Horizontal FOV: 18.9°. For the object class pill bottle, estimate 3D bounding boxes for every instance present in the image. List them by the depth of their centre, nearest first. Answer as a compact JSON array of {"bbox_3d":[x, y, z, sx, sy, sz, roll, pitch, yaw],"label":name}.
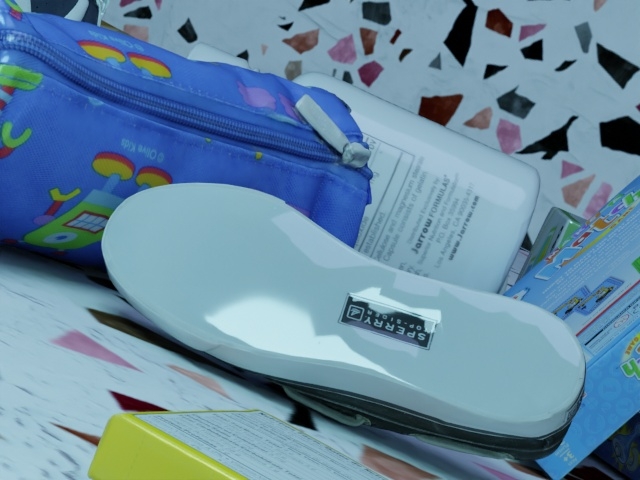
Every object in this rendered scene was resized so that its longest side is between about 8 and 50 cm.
[{"bbox_3d":[0.008,-0.030,1.187,0.229,0.131,0.131,24,5,0],"label":"pill bottle"}]

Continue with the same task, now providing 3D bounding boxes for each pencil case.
[{"bbox_3d":[-0.095,-0.046,0.911,0.133,0.119,0.306,-24,-25,33],"label":"pencil case"}]

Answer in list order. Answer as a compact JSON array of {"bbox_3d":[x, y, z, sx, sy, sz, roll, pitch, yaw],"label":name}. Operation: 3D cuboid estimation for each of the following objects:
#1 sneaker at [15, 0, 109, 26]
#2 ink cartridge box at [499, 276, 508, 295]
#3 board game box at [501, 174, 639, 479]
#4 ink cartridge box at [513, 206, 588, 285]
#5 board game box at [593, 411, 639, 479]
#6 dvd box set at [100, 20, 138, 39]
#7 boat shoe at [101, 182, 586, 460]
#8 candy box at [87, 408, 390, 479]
[{"bbox_3d":[-0.228,-0.146,1.094,0.235,0.153,0.094,21,-5,-5],"label":"sneaker"},{"bbox_3d":[0.000,0.000,1.411,0.181,0.056,0.224,20,-12,-39],"label":"ink cartridge box"},{"bbox_3d":[0.151,0.037,1.017,0.039,0.160,0.211,48,2,-11],"label":"board game box"},{"bbox_3d":[0.167,0.043,1.283,0.062,0.109,0.209,24,6,0],"label":"ink cartridge box"},{"bbox_3d":[0.212,0.125,1.077,0.136,0.035,0.201,21,6,-29],"label":"board game box"},{"bbox_3d":[-0.237,-0.138,1.391,0.307,0.062,0.420,14,10,-29],"label":"dvd box set"},{"bbox_3d":[0.006,0.044,0.838,0.219,0.078,0.070,22,-30,10],"label":"boat shoe"},{"bbox_3d":[0.039,0.105,0.566,0.206,0.027,0.105,27,3,22],"label":"candy box"}]
